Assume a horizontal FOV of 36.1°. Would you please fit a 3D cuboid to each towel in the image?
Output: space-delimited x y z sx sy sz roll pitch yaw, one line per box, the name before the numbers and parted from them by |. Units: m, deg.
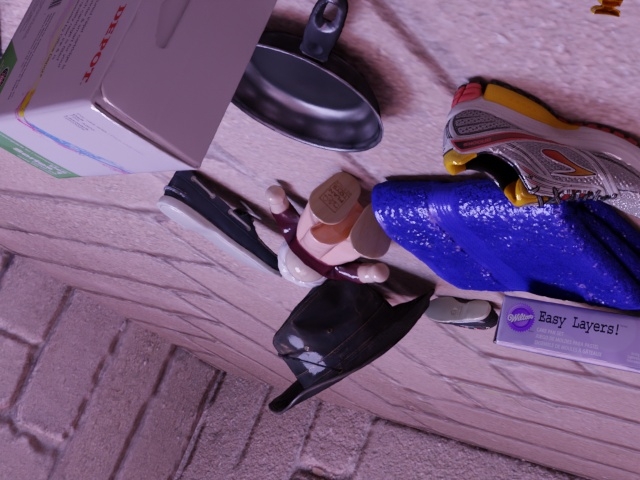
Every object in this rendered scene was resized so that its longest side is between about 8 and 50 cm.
towel | 0.222 0.006 1.151 0.227 0.076 0.308 32 162 -32

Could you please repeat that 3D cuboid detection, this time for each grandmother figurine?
grandmother figurine | 0.000 0.000 1.401 0.208 0.104 0.342 49 162 4

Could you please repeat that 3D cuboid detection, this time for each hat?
hat | 0.021 0.133 1.583 0.134 0.331 0.331 55 162 -1

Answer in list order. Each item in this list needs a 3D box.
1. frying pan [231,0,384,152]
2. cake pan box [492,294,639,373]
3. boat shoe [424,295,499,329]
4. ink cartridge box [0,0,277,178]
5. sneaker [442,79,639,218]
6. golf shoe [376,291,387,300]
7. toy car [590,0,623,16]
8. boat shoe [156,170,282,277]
frying pan | -0.034 -0.178 0.954 0.197 0.053 0.326 18 162 17
cake pan box | 0.369 0.126 1.206 0.245 0.070 0.267 11 177 29
boat shoe | 0.223 0.119 1.568 0.133 0.049 0.042 0 145 45
ink cartridge box | -0.187 -0.171 0.910 0.117 0.201 0.278 34 161 -35
sneaker | 0.215 -0.061 0.908 0.225 0.093 0.088 22 164 3
golf shoe | 0.034 0.107 1.777 0.186 0.067 0.086 -5 143 41
toy car | 0.154 -0.196 0.690 0.122 0.060 0.041 9 122 -10
boat shoe | -0.145 -0.025 1.565 0.254 0.079 0.095 35 163 -28
